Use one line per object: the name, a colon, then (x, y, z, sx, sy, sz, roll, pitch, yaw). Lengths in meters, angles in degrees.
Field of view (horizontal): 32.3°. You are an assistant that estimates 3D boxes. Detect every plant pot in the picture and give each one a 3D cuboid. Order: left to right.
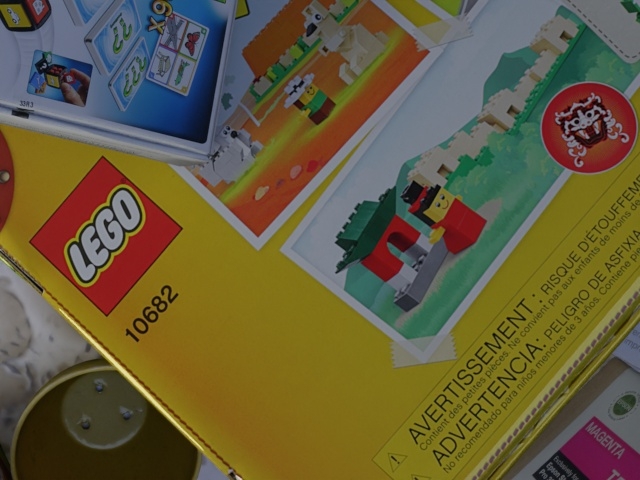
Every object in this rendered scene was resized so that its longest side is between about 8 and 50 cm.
plant pot: (-0.160, 0.141, 0.827, 0.134, 0.095, 0.134, -3, 104, -12)

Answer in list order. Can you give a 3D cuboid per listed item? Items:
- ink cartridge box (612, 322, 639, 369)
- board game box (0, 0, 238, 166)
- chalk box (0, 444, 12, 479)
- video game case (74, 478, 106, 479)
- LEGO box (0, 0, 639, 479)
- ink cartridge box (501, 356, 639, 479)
ink cartridge box: (0.252, -0.057, 0.862, 0.201, 0.117, 0.278, 27, 95, -17)
board game box: (-0.126, -0.207, 0.567, 0.193, 0.053, 0.305, 13, 83, -27)
chalk box: (-0.249, 0.255, 0.766, 0.132, 0.132, 0.213, -24, 108, -12)
video game case: (-0.325, 0.315, 0.842, 0.329, 0.036, 0.300, 8, 98, -20)
LEGO box: (0.068, -0.091, 0.694, 0.372, 0.193, 0.500, 42, 92, 13)
ink cartridge box: (0.240, 0.217, 0.861, 0.193, 0.235, 0.088, -45, 109, 0)
